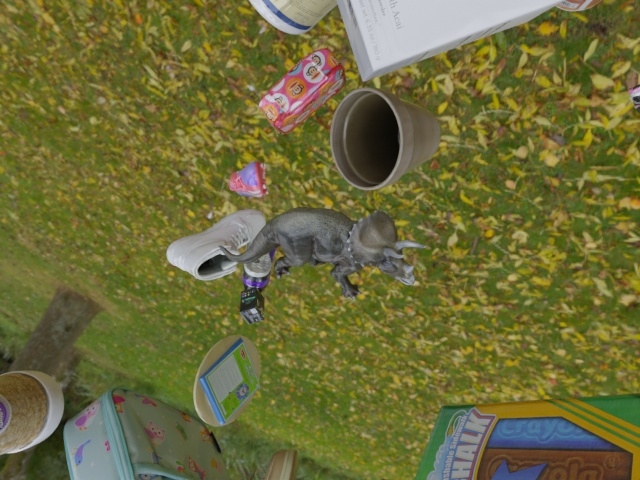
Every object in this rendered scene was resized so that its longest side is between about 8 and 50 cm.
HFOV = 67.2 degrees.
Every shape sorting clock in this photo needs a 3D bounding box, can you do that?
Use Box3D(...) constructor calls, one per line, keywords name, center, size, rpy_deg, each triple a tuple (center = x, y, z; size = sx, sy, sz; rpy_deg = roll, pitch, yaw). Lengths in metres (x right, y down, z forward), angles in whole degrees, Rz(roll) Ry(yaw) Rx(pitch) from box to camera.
Box3D(name="shape sorting clock", center=(-0.212, 0.320, 1.108), size=(0.040, 0.206, 0.206), rpy_deg=(7, 142, 38))

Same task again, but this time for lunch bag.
Box3D(name="lunch bag", center=(-0.054, -0.478, 1.577), size=(0.120, 0.293, 0.258), rpy_deg=(51, -173, 0))
Box3D(name="lunch bag", center=(-0.238, 0.356, 0.731), size=(0.224, 0.108, 0.279), rpy_deg=(45, 176, 42))

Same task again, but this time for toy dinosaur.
Box3D(name="toy dinosaur", center=(0.000, 0.000, 0.745), size=(0.314, 0.121, 0.160), rpy_deg=(15, 138, 12))

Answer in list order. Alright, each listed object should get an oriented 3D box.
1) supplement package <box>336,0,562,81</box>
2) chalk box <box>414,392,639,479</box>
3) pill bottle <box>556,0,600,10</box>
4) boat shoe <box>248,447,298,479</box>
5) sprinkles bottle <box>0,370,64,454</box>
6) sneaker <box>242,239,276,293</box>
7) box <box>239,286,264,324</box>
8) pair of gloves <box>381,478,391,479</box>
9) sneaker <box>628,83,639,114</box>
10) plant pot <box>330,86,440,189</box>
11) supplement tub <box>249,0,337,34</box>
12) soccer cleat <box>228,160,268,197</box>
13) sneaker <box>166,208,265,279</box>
Box3D(name="supplement package", center=(0.180, -0.378, 0.714), size=(0.293, 0.175, 0.177), rpy_deg=(-20, 102, 4))
Box3D(name="chalk box", center=(0.184, 0.255, 0.394), size=(0.180, 0.179, 0.289), rpy_deg=(43, 145, -13))
Box3D(name="pill bottle", center=(0.421, -0.439, 0.729), size=(0.121, 0.216, 0.121), rpy_deg=(2, 100, 12))
Box3D(name="boat shoe", center=(-0.111, 0.437, 0.694), size=(0.090, 0.285, 0.104), rpy_deg=(17, 155, 13))
Box3D(name="sprinkles bottle", center=(-0.472, 0.239, 0.617), size=(0.121, 0.121, 0.355), rpy_deg=(25, 169, 3))
Box3D(name="sneaker", center=(-0.203, 0.074, 1.558), size=(0.102, 0.293, 0.146), rpy_deg=(10, 120, -2))
Box3D(name="box", center=(-0.198, 0.189, 1.401), size=(0.052, 0.083, 0.062), rpy_deg=(-18, 129, 10))
Box3D(name="pair of gloves", center=(0.136, 0.451, 0.818), size=(0.083, 0.074, 0.010), rpy_deg=(23, 140, -16))
Box3D(name="sneaker", center=(0.804, -0.334, 1.184), size=(0.072, 0.178, 0.077), rpy_deg=(-20, 81, 46))
Box3D(name="plant pot", center=(0.241, -0.342, 1.600), size=(0.323, 0.281, 0.322), rpy_deg=(20, 116, 48))
Box3D(name="supplement tub", center=(-0.006, -0.637, 1.054), size=(0.316, 0.228, 0.228), rpy_deg=(-27, 120, 38))
Box3D(name="soccer cleat", center=(-0.178, -0.141, 1.161), size=(0.095, 0.082, 0.248), rpy_deg=(-6, -176, -7))
Box3D(name="sneaker", center=(-0.231, 0.015, 1.265), size=(0.169, 0.293, 0.108), rpy_deg=(24, 134, 44))
